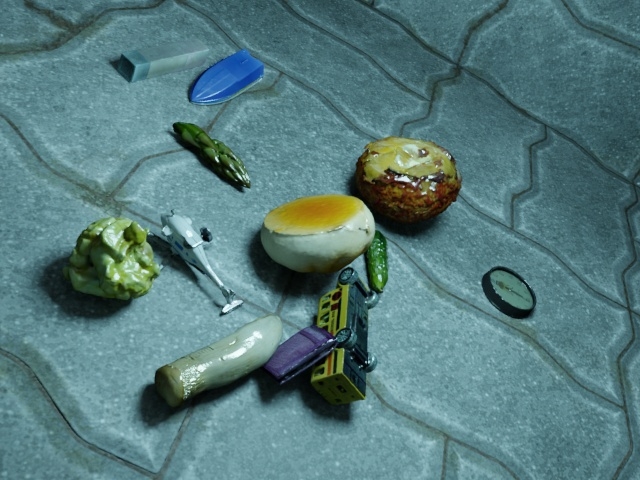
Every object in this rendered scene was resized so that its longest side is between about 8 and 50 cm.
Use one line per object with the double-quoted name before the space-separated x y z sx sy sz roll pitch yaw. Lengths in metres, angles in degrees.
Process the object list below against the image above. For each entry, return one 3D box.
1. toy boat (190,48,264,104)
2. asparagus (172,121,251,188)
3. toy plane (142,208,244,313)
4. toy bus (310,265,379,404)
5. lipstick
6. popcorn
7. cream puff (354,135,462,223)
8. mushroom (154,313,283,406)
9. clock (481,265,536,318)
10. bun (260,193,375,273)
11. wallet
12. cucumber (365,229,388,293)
"toy boat" -0.314 -0.506 2.120 0.129 0.088 0.295 39 51 7
"asparagus" -0.294 -0.245 1.868 0.287 0.080 0.080 43 41 11
"toy plane" -0.292 0.045 1.552 0.181 0.107 0.273 -12 61 -34
"toy bus" 0.057 0.219 1.580 0.121 0.123 0.336 50 29 -32
"lipstick" -0.483 -0.565 2.070 0.066 0.068 0.317 43 41 13
"popcorn" -0.431 0.037 1.407 0.187 0.186 0.167 15 10 23
"cream puff" 0.269 -0.179 2.053 0.350 0.229 0.350 2 36 -1
"mushroom" -0.200 0.244 1.410 0.122 0.095 0.351 6 19 39
"clock" 0.591 0.158 2.073 0.184 0.040 0.185 18 42 -17
"bun" 0.000 0.000 1.712 0.298 0.165 0.299 -9 24 4
"wallet" -0.054 0.247 1.476 0.165 0.030 0.111 -31 30 -23
"cucumber" 0.161 0.057 1.870 0.069 0.069 0.227 18 44 -18
